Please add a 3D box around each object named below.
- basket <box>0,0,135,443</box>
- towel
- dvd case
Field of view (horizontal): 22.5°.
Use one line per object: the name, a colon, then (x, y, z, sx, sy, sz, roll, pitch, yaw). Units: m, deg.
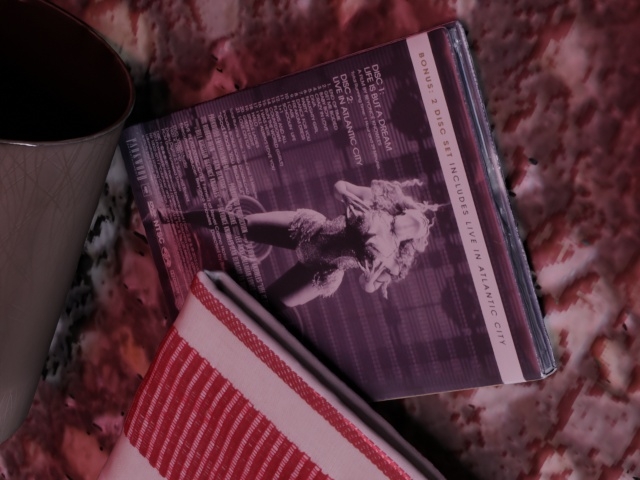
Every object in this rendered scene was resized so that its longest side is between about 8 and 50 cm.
basket: (-0.207, -0.007, 0.869, 0.204, 0.154, 0.227, 34, 126, 28)
towel: (-0.036, 0.203, 0.855, 0.237, 0.037, 0.329, 41, 126, 20)
dvd case: (0.000, 0.000, 0.785, 0.221, 0.018, 0.164, -13, 95, 41)
